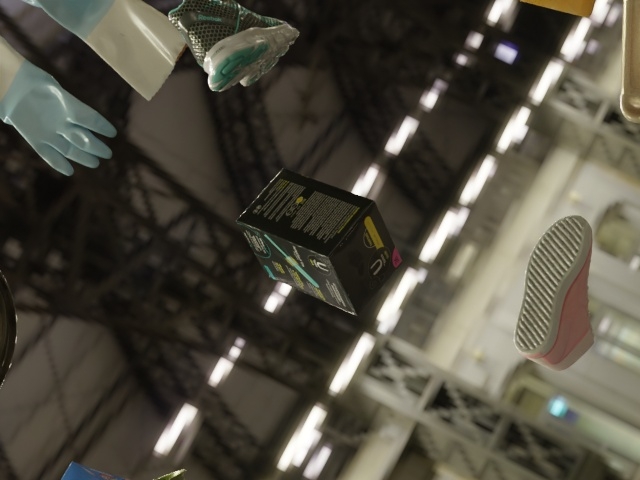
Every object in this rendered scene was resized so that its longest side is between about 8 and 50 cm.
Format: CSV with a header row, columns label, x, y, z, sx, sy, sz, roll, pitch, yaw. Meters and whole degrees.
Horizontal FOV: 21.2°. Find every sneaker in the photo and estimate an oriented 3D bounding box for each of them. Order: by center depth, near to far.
label,x,y,z,sx,sy,sz,roll,pitch,yaw
sneaker,-0.068,-0.162,1.307,0.065,0.076,0.166,-43,-3,12
sneaker,0.210,0.050,1.474,0.070,0.051,0.134,38,-115,-45

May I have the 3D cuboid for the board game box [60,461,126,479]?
label,x,y,z,sx,sy,sz,roll,pitch,yaw
board game box,-0.298,0.366,1.981,0.210,0.047,0.160,-58,-20,-4

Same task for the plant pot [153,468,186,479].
label,x,y,z,sx,sy,sz,roll,pitch,yaw
plant pot,-0.145,0.259,1.537,0.083,0.079,0.083,-23,-1,0

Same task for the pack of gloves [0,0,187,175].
label,x,y,z,sx,sy,sz,roll,pitch,yaw
pack of gloves,-0.277,-0.193,1.738,0.195,0.232,0.046,-56,-13,8

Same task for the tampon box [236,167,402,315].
label,x,y,z,sx,sy,sz,roll,pitch,yaw
tampon box,0.000,0.000,2.157,0.101,0.161,0.120,-50,-41,-22

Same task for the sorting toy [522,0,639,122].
label,x,y,z,sx,sy,sz,roll,pitch,yaw
sorting toy,0.324,-0.179,1.334,0.047,0.348,0.196,-52,-37,-63

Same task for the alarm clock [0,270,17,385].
label,x,y,z,sx,sy,sz,roll,pitch,yaw
alarm clock,-0.255,0.038,1.068,0.129,0.064,0.192,10,-87,-41
